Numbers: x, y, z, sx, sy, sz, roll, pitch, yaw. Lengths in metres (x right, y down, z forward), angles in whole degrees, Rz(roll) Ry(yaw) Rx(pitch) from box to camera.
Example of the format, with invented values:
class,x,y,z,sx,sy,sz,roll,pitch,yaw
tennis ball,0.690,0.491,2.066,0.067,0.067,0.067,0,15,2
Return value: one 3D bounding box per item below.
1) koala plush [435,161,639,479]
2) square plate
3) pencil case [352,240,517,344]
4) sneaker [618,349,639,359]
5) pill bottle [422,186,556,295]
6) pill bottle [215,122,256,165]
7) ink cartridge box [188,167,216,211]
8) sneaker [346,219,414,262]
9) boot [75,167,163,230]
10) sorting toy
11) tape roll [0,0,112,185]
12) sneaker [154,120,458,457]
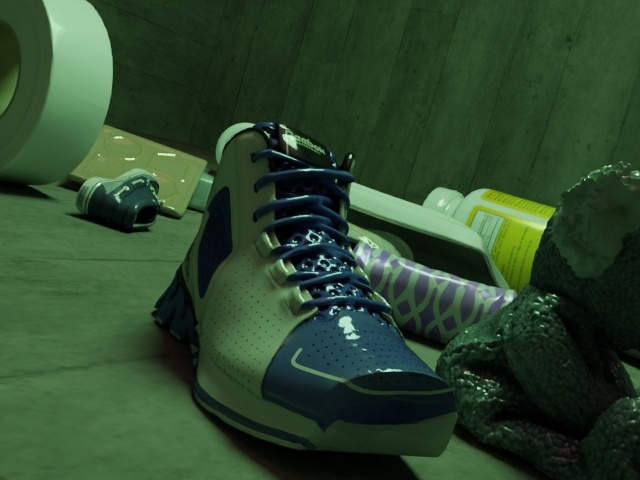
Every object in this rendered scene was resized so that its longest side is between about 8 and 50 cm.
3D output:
class,x,y,z,sx,sy,sz,roll,pitch,yaw
koala plush,0.205,0.054,0.587,0.203,0.221,0.196,20,8,32
square plate,0.141,-0.005,1.244,0.344,0.049,0.347,21,-9,27
pencil case,0.124,0.064,0.872,0.206,0.086,0.088,19,41,10
sneaker,0.435,0.140,1.104,0.132,0.086,0.229,11,-3,-4
pill bottle,0.351,0.013,1.425,0.334,0.187,0.188,21,8,29
pill bottle,-0.150,-0.178,1.548,0.117,0.117,0.215,16,6,-7
ink cartridge box,-0.282,-0.121,1.515,0.330,0.071,0.324,19,6,-9
sneaker,0.000,0.000,1.097,0.263,0.099,0.121,18,11,19
boot,-0.250,-0.050,1.058,0.086,0.069,0.190,25,16,9
sorting toy,-0.303,-0.114,1.287,0.193,0.038,0.208,20,30,-6
tape roll,-0.421,-0.220,1.067,0.286,0.286,0.100,21,9,33
sneaker,-0.026,0.012,0.545,0.128,0.182,0.315,11,8,-30
